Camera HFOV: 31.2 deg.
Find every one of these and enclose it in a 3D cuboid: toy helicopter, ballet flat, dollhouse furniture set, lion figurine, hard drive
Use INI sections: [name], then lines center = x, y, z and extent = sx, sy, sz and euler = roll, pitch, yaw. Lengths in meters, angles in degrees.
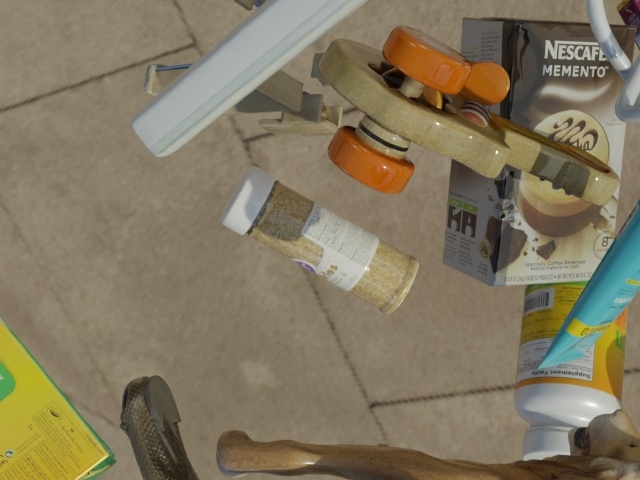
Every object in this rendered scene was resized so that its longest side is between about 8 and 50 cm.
[toy helicopter]
center = 0.154, -0.119, 1.180
extent = 0.355, 0.235, 0.140
euler = 20, 110, -25
[ballet flat]
center = -0.166, 0.270, 1.241
extent = 0.058, 0.084, 0.249
euler = -21, 83, 15
[dollhouse furniture set]
center = -0.105, -0.345, 1.792
extent = 0.198, 0.286, 0.303
euler = 1, 78, 32
[lion figurine]
center = 0.105, 0.195, 0.788
extent = 0.240, 0.392, 0.142
euler = -1, 86, 31
[hard drive]
center = 0.024, -0.204, 0.887
extent = 0.353, 0.233, 0.047
euler = -31, 101, 40

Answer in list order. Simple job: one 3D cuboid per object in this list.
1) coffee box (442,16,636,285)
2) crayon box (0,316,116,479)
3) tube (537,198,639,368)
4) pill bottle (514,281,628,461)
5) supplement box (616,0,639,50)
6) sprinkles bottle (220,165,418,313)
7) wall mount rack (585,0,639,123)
[coffee box]
center = 0.251, -0.106, 1.328
extent = 0.168, 0.119, 0.297
euler = -3, 103, -24
[crayon box]
center = -0.315, 0.121, 0.919
extent = 0.278, 0.165, 0.081
euler = 50, 166, 6
[tube]
center = 0.285, 0.044, 1.116
extent = 0.052, 0.080, 0.207
euler = 51, 127, 36
[pill bottle]
center = 0.325, 0.171, 1.495
extent = 0.136, 0.245, 0.136
euler = 9, 158, 4
[supplement box]
center = 0.470, -0.314, 1.632
extent = 0.083, 0.055, 0.043
euler = 64, 156, 11
[sprinkles bottle]
center = 0.000, 0.000, 2.063
extent = 0.355, 0.121, 0.121
euler = 29, 128, -9
[wall mount rack]
center = 0.367, -0.140, 0.874
extent = 0.350, 0.304, 0.130
euler = 43, 154, -25
